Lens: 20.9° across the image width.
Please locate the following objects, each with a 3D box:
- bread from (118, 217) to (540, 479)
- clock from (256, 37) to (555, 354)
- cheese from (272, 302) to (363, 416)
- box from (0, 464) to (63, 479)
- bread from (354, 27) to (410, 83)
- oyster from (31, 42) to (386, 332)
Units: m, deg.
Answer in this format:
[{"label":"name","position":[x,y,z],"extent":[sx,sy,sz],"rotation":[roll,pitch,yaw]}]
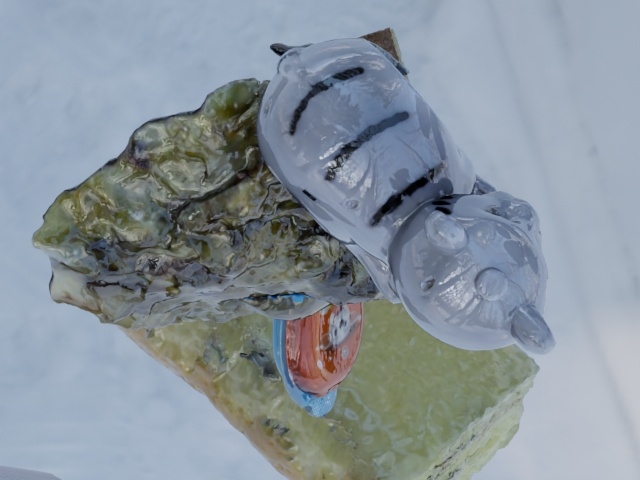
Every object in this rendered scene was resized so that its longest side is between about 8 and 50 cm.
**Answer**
[{"label":"bread","position":[-0.009,0.096,1.622],"extent":[0.236,0.165,0.375],"rotation":[-35,61,-28]},{"label":"clock","position":[0.042,-0.020,0.810],"extent":[0.080,0.117,0.176],"rotation":[-42,97,-1]},{"label":"cheese","position":[0.000,0.000,1.176],"extent":[0.106,0.037,0.256],"rotation":[-25,119,-59]},{"label":"box","position":[-0.208,0.254,1.103],"extent":[0.106,0.251,0.203],"rotation":[10,86,-21]},{"label":"bread","position":[0.046,-0.172,1.867],"extent":[0.094,0.035,0.090],"rotation":[-17,93,14]},{"label":"oyster","position":[-0.033,-0.004,0.955],"extent":[0.223,0.083,0.214],"rotation":[-34,140,9]}]
